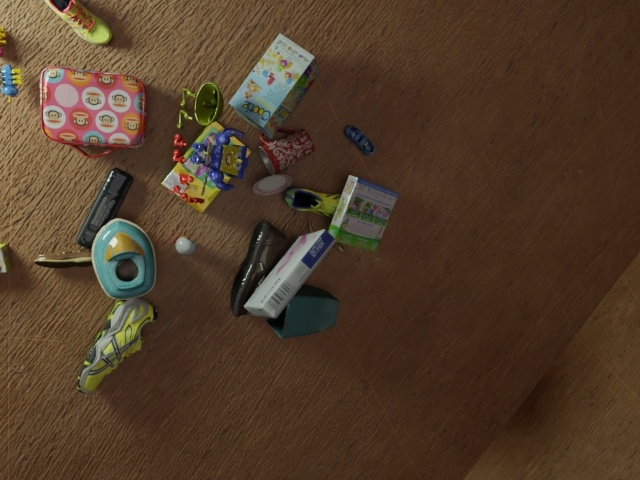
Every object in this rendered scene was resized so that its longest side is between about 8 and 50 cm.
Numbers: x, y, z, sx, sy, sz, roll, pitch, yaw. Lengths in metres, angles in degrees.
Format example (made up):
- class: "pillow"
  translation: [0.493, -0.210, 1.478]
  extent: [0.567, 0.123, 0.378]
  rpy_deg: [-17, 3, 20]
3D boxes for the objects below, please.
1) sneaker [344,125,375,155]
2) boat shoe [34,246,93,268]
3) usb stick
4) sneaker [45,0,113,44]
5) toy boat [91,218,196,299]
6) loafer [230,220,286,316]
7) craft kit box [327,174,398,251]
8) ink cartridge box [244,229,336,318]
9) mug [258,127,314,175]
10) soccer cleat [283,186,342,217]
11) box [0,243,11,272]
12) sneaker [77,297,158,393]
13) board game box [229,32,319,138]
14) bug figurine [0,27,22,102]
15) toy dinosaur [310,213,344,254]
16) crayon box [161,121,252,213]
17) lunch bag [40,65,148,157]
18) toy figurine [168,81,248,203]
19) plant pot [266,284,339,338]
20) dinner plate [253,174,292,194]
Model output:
- class: "sneaker"
  translation: [0.151, -0.371, 1.731]
  extent: [0.144, 0.059, 0.053]
  rpy_deg: [39, 92, -22]
- class: "boat shoe"
  translation: [-0.828, 0.054, 1.525]
  extent: [0.178, 0.064, 0.060]
  rpy_deg: [-2, 68, -22]
- class: "usb stick"
  translation: [-0.703, -0.103, 1.525]
  extent: [0.077, 0.045, 0.278]
  rpy_deg: [27, 92, -27]
- class: "sneaker"
  translation: [-0.707, -0.651, 1.359]
  extent: [0.209, 0.094, 0.081]
  rpy_deg: [34, 90, -24]
- class: "toy boat"
  translation: [-0.573, 0.044, 1.532]
  extent: [0.318, 0.148, 0.267]
  rpy_deg: [-16, 101, -22]
- class: "loafer"
  translation: [-0.219, 0.118, 1.696]
  extent: [0.130, 0.134, 0.365]
  rpy_deg: [20, 97, -21]
- class: "craft kit box"
  translation: [0.162, -0.096, 1.763]
  extent: [0.250, 0.061, 0.246]
  rpy_deg: [14, 97, -43]
- class: "ink cartridge box"
  translation: [-0.122, 0.115, 1.587]
  extent: [0.071, 0.330, 0.324]
  rpy_deg: [43, 70, -14]
- class: "mug"
  translation: [-0.122, -0.328, 1.628]
  extent: [0.169, 0.113, 0.150]
  rpy_deg: [-29, 113, -13]
- class: "soccer cleat"
  translation: [0.006, -0.132, 1.711]
  extent: [0.289, 0.121, 0.093]
  rpy_deg: [9, 100, -22]
- class: "box"
  translation: [-1.096, 0.067, 1.438]
  extent: [0.232, 0.058, 0.087]
  rpy_deg: [-8, 106, -15]
- class: "sneaker"
  translation: [-0.698, 0.368, 1.600]
  extent: [0.147, 0.145, 0.384]
  rpy_deg: [30, 95, -21]
- class: "board game box"
  translation: [-0.147, -0.498, 1.533]
  extent: [0.144, 0.142, 0.275]
  rpy_deg: [37, 90, 6]
- class: "bug figurine"
  translation: [-0.985, -0.508, 1.318]
  extent: [0.279, 0.072, 0.216]
  rpy_deg: [2, 97, -14]
- class: "toy dinosaur"
  translation: [0.000, 0.000, 1.787]
  extent: [0.211, 0.064, 0.112]
  rpy_deg: [36, 75, -32]
- class: "crayon box"
  translation: [-0.382, -0.250, 1.576]
  extent: [0.165, 0.081, 0.278]
  rpy_deg: [39, 90, -23]
- class: "lunch bag"
  translation: [-0.681, -0.381, 1.424]
  extent: [0.293, 0.120, 0.258]
  rpy_deg: [3, 104, -19]
- class: "toy figurine"
  translation: [-0.325, -0.291, 1.495]
  extent: [0.217, 0.191, 0.362]
  rpy_deg: [4, 95, -49]
- class: "plant pot"
  translation: [-0.059, 0.257, 1.776]
  extent: [0.234, 0.165, 0.165]
  rpy_deg: [3, 103, -28]
- class: "dinner plate"
  translation: [-0.169, -0.199, 1.645]
  extent: [0.141, 0.141, 0.017]
  rpy_deg: [-13, 72, -15]
